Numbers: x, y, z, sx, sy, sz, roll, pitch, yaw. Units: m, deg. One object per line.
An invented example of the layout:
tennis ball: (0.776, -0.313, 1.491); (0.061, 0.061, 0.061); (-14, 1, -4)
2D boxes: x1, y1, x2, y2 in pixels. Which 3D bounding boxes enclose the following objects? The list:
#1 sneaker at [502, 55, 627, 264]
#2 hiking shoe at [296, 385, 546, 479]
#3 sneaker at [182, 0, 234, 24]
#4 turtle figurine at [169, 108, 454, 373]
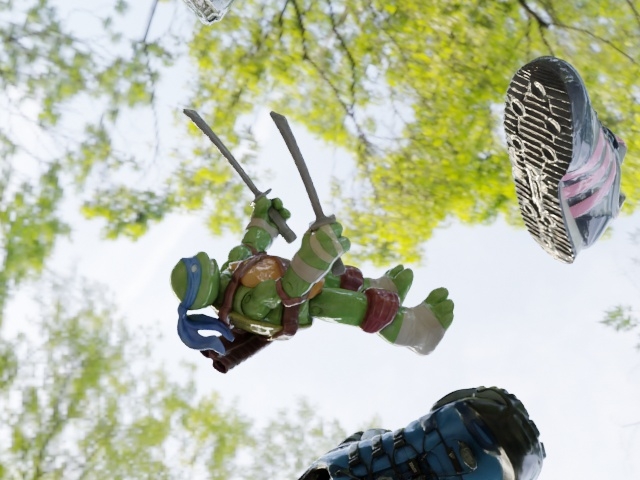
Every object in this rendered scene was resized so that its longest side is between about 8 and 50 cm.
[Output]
sneaker: (0.298, -0.113, 1.231); (0.131, 0.319, 0.112); (-38, -126, -15)
hiking shoe: (0.080, 0.225, 0.970); (0.304, 0.132, 0.113); (-36, -99, 51)
sneaker: (-0.105, -0.211, 0.378); (0.330, 0.122, 0.146); (37, -91, 26)
turtle figurine: (0.000, 0.000, 1.022); (0.198, 0.266, 0.274); (-25, -127, 52)
